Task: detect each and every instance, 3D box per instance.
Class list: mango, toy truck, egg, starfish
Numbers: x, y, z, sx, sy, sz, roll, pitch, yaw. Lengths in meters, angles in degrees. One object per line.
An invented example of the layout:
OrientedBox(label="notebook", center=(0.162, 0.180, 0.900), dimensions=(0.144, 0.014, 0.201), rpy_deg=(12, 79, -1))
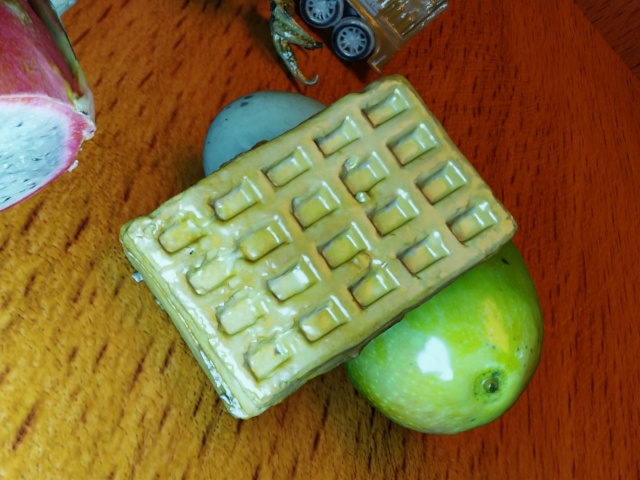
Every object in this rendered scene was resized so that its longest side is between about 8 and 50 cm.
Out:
OrientedBox(label="mango", center=(0.130, 0.073, 1.267), dimensions=(0.201, 0.225, 0.382), rpy_deg=(61, 13, -25))
OrientedBox(label="toy truck", center=(0.029, -0.468, 1.729), dimensions=(0.387, 0.207, 0.173), rpy_deg=(45, 28, -15))
OrientedBox(label="egg", center=(-0.022, -0.067, 1.230), dimensions=(0.236, 0.169, 0.169), rpy_deg=(34, 33, -23))
OrientedBox(label="starfish", center=(-0.035, -0.310, 1.581), dimensions=(0.146, 0.074, 0.190), rpy_deg=(-36, 122, -88))

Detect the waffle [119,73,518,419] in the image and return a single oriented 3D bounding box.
OrientedBox(label="waffle", center=(0.000, 0.000, 1.062), dimensions=(0.328, 0.098, 0.224), rpy_deg=(-31, 79, -22))

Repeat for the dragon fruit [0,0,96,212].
OrientedBox(label="dragon fruit", center=(-0.314, -0.112, 0.690), dimensions=(0.305, 0.305, 0.226), rpy_deg=(-10, 71, -60))

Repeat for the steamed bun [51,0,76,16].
OrientedBox(label="steamed bun", center=(-0.312, -0.342, 1.005), dimensions=(0.236, 0.247, 0.383), rpy_deg=(-11, 67, -58))
